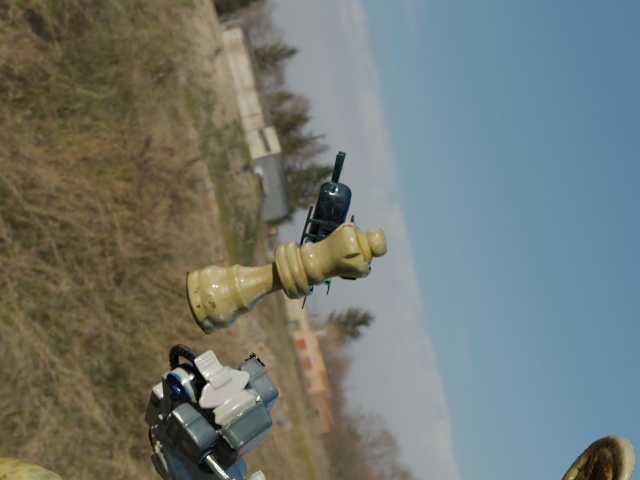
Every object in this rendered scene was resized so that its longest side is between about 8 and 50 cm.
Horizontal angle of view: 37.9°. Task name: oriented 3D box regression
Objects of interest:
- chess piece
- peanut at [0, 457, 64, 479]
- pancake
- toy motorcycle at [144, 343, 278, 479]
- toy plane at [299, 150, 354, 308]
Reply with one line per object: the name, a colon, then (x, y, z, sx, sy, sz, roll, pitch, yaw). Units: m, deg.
chess piece: (-0.026, 0.026, 0.785, 0.060, 0.172, 0.060, -19, 90, -80)
peanut: (-0.329, 0.339, 1.099, 0.229, 0.103, 0.098, 36, -2, 33)
pancake: (0.296, 0.274, 1.014, 0.139, 0.022, 0.139, -59, -173, 11)
toy motorcycle: (-0.089, 0.177, 0.767, 0.150, 0.102, 0.221, 49, -34, 19)
toy plane: (0.000, 0.000, 1.250, 0.096, 0.060, 0.235, -88, -169, -59)
